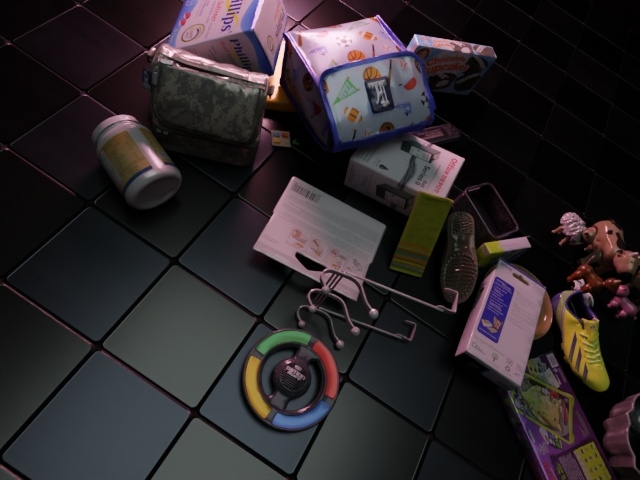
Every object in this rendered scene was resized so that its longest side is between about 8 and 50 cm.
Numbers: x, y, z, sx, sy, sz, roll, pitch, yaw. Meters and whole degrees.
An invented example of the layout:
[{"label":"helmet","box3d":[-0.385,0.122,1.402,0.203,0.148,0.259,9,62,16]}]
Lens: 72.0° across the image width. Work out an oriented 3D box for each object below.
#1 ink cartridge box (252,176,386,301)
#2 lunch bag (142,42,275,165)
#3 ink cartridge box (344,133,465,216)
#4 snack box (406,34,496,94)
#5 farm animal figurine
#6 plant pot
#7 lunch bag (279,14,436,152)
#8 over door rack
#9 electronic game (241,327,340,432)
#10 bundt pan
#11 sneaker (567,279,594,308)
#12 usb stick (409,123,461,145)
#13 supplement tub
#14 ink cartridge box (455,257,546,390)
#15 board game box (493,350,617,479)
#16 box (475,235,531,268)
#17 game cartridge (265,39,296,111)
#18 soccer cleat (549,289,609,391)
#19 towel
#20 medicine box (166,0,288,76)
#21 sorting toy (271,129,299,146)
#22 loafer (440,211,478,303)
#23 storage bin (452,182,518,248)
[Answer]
[{"label":"ink cartridge box","box3d":[0.000,0.000,1.177,0.296,0.066,0.261,28,58,-3]},{"label":"lunch bag","box3d":[-0.290,-0.361,1.154,0.305,0.256,0.212,12,60,-12]},{"label":"ink cartridge box","box3d":[0.249,-0.203,1.304,0.289,0.121,0.211,27,56,11]},{"label":"snack box","box3d":[0.439,-0.622,1.580,0.322,0.187,0.060,-1,64,-19]},{"label":"farm animal figurine","box3d":[0.930,0.067,1.378,0.330,0.172,0.326,14,53,-25]},{"label":"plant pot","box3d":[0.574,0.180,1.300,0.236,0.032,0.236,8,62,-15]},{"label":"lunch bag","box3d":[0.101,-0.437,1.255,0.328,0.239,0.385,-18,64,-16]},{"label":"over door rack","box3d":[0.124,0.177,1.025,0.324,0.239,0.108,12,59,-12]},{"label":"electronic game","box3d":[-0.065,0.313,1.003,0.229,0.048,0.229,8,61,-15]},{"label":"bundt pan","box3d":[0.887,0.565,1.154,0.331,0.124,0.331,8,61,-14]},{"label":"sneaker","box3d":[0.820,0.167,1.392,0.044,0.040,0.109,-8,61,-11]},{"label":"usb stick","box3d":[0.357,-0.345,1.492,0.278,0.045,0.077,-18,64,-26]},{"label":"supplement tub","box3d":[-0.449,-0.191,1.076,0.144,0.144,0.199,-31,77,-29]},{"label":"ink cartridge box","box3d":[0.494,0.217,1.193,0.165,0.065,0.332,34,57,3]},{"label":"board game box","box3d":[0.601,0.484,1.145,0.208,0.056,0.347,-7,66,-26]},{"label":"box","box3d":[0.537,0.037,1.316,0.178,0.109,0.042,-7,62,-22]},{"label":"game cartridge","box3d":[-0.071,-0.540,1.448,0.324,0.052,0.285,-2,65,-17]},{"label":"soccer cleat","box3d":[0.752,0.280,1.256,0.093,0.121,0.289,-2,65,-20]},{"label":"towel","box3d":[0.273,-0.012,1.201,0.102,0.237,0.021,13,23,-12]},{"label":"medicine box","box3d":[-0.265,-0.591,1.269,0.289,0.149,0.263,-5,58,20]},{"label":"sorting toy","box3d":[-0.106,-0.308,1.332,0.083,0.012,0.062,1,63,-18]},{"label":"loafer","box3d":[0.402,0.053,1.272,0.102,0.092,0.268,6,74,17]},{"label":"storage bin","box3d":[0.514,-0.078,1.384,0.122,0.084,0.180,-16,71,-26]}]
